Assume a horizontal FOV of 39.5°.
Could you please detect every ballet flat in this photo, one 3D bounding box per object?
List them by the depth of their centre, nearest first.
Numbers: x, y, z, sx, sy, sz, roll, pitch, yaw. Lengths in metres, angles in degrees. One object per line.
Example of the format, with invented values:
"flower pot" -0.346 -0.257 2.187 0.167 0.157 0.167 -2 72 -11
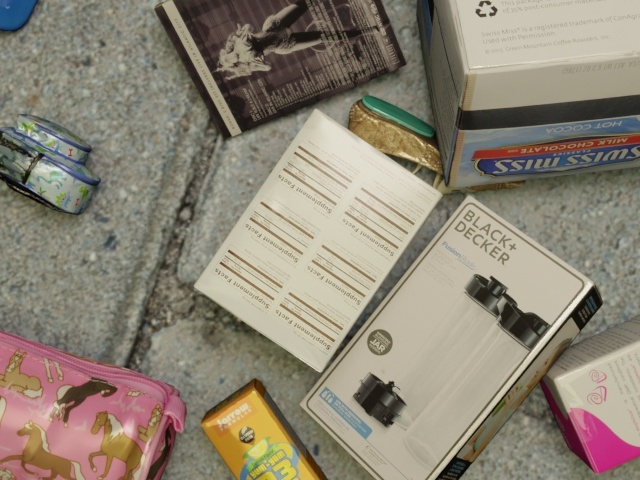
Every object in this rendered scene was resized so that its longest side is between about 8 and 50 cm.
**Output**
"ballet flat" 0.123 -0.092 0.983 0.206 0.073 0.067 26 118 3

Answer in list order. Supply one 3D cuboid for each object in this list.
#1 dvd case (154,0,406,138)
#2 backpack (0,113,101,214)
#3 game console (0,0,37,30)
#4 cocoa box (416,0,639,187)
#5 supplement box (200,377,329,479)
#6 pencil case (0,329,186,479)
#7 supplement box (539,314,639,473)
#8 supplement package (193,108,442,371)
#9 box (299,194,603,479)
"dvd case" -0.040 -0.217 0.944 0.221 0.018 0.164 -21 119 11
"backpack" -0.294 -0.082 0.960 0.114 0.105 0.084 33 92 -5
"game console" -0.404 -0.420 0.997 0.250 0.173 0.293 26 92 -31
"cocoa box" 0.279 -0.213 0.862 0.347 0.228 0.231 -6 67 1
"supplement box" -0.036 0.269 0.975 0.078 0.080 0.233 -35 88 -1
"pencil case" -0.338 0.173 0.940 0.386 0.167 0.160 21 54 0
"supplement box" 0.357 0.144 0.951 0.220 0.114 0.111 -23 91 0
"supplement package" 0.000 0.000 0.912 0.149 0.194 0.203 34 92 1
"box" 0.136 0.117 0.934 0.169 0.087 0.290 41 91 29
